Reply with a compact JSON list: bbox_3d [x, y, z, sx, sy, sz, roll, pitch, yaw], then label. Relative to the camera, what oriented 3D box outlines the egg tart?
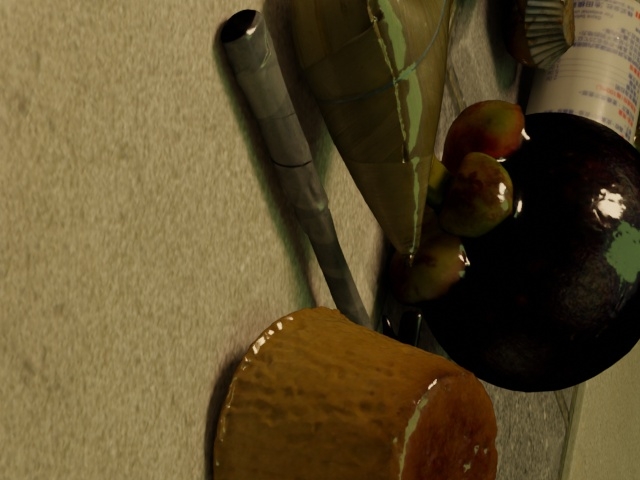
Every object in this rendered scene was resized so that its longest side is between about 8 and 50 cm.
[{"bbox_3d":[0.026,0.161,1.348,0.215,0.171,0.215,-13,107,-52],"label":"egg tart"}]

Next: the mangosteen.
[{"bbox_3d":[0.186,-0.005,1.684,0.302,0.275,0.275,32,54,-25],"label":"mangosteen"}]

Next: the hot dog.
[{"bbox_3d":[0.247,-0.321,2.020,0.162,0.082,0.270,74,18,-53],"label":"hot dog"}]

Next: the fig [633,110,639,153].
[{"bbox_3d":[0.374,-0.125,2.262,0.235,0.203,0.203,-151,-123,-77],"label":"fig"}]

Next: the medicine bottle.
[{"bbox_3d":[0.296,-0.115,2.049,0.130,0.130,0.341,54,44,-55],"label":"medicine bottle"}]

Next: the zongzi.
[{"bbox_3d":[0.072,-0.127,1.499,0.256,0.115,0.228,70,25,-11],"label":"zongzi"}]

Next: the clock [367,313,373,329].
[{"bbox_3d":[0.035,0.099,1.577,0.074,0.010,0.083,-53,137,-53],"label":"clock"}]

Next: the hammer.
[{"bbox_3d":[-0.001,0.000,1.439,0.152,0.044,0.427,-63,143,-39],"label":"hammer"}]
